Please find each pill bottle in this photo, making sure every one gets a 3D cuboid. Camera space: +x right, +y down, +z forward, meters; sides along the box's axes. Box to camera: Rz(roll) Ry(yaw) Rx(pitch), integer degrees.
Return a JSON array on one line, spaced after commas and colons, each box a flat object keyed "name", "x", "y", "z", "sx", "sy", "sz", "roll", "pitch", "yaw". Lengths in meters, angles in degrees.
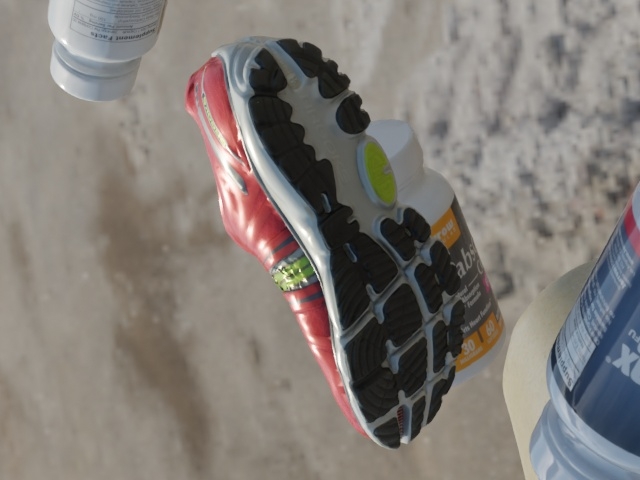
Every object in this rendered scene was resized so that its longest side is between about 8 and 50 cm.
[{"name": "pill bottle", "x": -0.239, "y": -0.275, "z": 1.895, "sx": 0.131, "sy": 0.131, "sz": 0.229, "roll": 62, "pitch": 147, "yaw": 37}, {"name": "pill bottle", "x": 0.089, "y": 0.018, "z": 1.845, "sx": 0.162, "sy": 0.162, "sz": 0.278, "roll": 32, "pitch": 150, "yaw": 60}, {"name": "pill bottle", "x": 0.176, "y": 0.057, "z": 0.848, "sx": 0.108, "sy": 0.108, "sz": 0.180, "roll": 60, "pitch": 141, "yaw": 40}]

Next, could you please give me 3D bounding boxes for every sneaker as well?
[{"name": "sneaker", "x": 0.000, "y": 0.000, "z": 1.063, "sx": 0.118, "sy": 0.107, "sz": 0.279, "roll": -2, "pitch": 115, "yaw": 53}]

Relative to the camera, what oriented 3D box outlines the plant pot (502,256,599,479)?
[{"name": "plant pot", "x": 0.294, "y": 0.171, "z": 1.375, "sx": 0.305, "sy": 0.333, "sz": 0.334, "roll": -109, "pitch": 21, "yaw": -60}]
